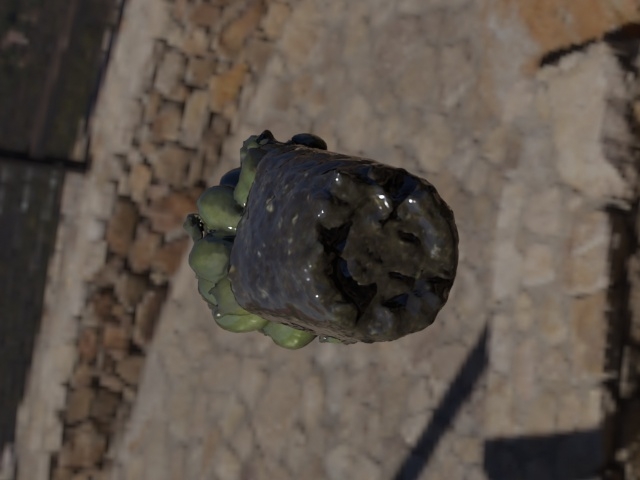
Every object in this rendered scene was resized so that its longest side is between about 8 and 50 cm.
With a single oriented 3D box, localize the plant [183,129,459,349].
[{"bbox_3d":[0.000,0.000,0.651,0.143,0.092,0.094,179,99,-67],"label":"plant"}]
